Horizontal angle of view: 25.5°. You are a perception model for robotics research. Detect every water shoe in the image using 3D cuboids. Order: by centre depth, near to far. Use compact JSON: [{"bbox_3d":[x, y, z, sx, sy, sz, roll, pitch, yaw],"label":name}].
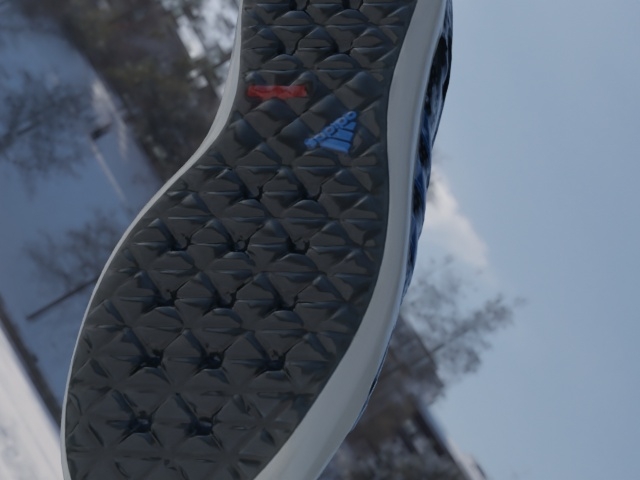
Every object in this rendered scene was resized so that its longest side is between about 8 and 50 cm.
[{"bbox_3d":[0.000,0.000,0.372,0.073,0.203,0.080,9,-31,21],"label":"water shoe"}]
